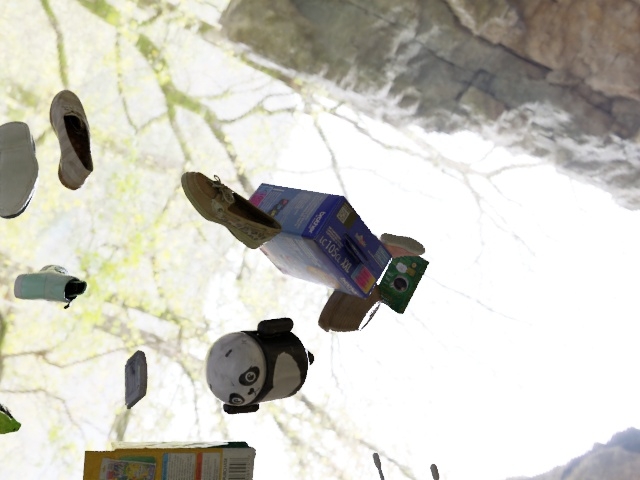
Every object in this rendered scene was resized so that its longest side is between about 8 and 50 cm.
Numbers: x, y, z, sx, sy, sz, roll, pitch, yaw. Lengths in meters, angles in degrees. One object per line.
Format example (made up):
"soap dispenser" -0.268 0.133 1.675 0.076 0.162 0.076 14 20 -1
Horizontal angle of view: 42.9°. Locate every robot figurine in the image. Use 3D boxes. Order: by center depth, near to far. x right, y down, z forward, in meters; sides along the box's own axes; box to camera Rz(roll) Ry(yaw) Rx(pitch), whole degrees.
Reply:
"robot figurine" -0.137 0.290 1.877 0.174 0.278 0.209 -15 -102 38

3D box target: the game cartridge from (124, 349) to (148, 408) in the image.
"game cartridge" -0.293 0.219 1.296 0.056 0.017 0.083 -44 -137 38

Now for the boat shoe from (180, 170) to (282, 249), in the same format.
"boat shoe" -0.209 -0.084 1.914 0.089 0.285 0.104 -28 -133 25

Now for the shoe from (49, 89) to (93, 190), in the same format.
"shoe" -0.450 -0.195 1.502 0.058 0.077 0.219 -36 -123 36

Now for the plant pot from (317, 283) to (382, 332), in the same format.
"plant pot" 0.103 0.189 2.385 0.237 0.110 0.237 -47 161 -21

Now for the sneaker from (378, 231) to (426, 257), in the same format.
"sneaker" 0.210 0.024 2.181 0.051 0.134 0.070 -89 -161 -45

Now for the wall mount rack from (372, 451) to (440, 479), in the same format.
"wall mount rack" 0.189 0.647 1.811 0.350 0.130 0.304 -9 -120 54

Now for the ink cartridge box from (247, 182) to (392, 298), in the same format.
"ink cartridge box" 0.000 0.000 2.123 0.395 0.270 0.151 11 -119 46

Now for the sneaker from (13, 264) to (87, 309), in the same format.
"sneaker" -0.658 0.120 2.085 0.256 0.151 0.094 -41 137 -83

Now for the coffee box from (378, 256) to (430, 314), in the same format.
"coffee box" 0.244 0.119 2.471 0.113 0.040 0.184 32 -78 38

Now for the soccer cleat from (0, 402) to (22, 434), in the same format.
"soccer cleat" -0.718 0.365 1.766 0.179 0.072 0.060 32 -88 31

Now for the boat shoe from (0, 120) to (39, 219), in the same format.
"boat shoe" -0.683 -0.143 1.834 0.319 0.116 0.099 -111 -165 -44

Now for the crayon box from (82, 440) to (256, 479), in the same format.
"crayon box" -0.293 0.491 1.556 0.083 0.323 0.203 174 -80 -70
